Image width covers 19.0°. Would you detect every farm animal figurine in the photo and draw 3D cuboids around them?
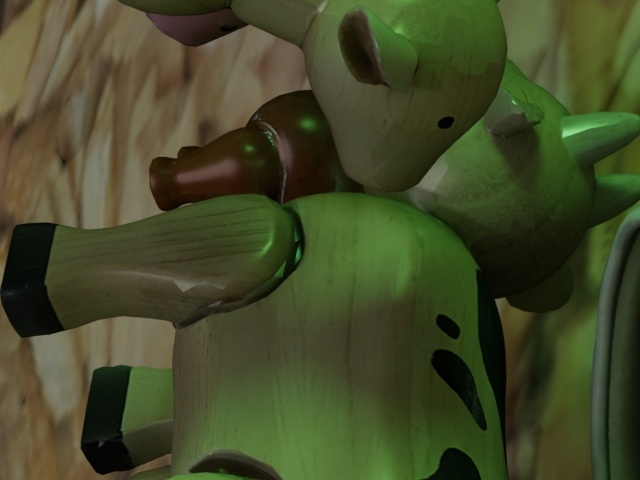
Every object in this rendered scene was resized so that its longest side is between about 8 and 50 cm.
[{"bbox_3d":[0.000,0.000,0.512,0.172,0.330,0.327,-7,66,14],"label":"farm animal figurine"}]

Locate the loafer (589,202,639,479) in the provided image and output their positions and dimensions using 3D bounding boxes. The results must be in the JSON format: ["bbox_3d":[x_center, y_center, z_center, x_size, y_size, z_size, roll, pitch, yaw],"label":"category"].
[{"bbox_3d":[0.109,0.142,0.469,0.112,0.111,0.319,-10,80,53],"label":"loafer"}]
